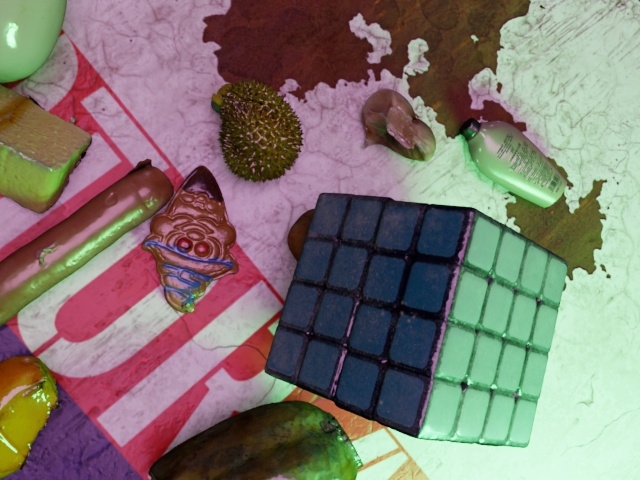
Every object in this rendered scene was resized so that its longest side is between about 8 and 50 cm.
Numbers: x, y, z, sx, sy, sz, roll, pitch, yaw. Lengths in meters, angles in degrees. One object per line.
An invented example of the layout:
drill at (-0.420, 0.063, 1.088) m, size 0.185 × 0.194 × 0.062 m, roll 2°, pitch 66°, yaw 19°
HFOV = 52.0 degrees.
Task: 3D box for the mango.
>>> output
mango at (-0.531, 0.299, 1.063) m, size 0.252 × 0.126 × 0.154 m, roll -47°, pitch 110°, yaw -8°

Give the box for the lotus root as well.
lotus root at (-0.101, 0.415, 1.121) m, size 0.346 × 0.250 × 0.250 m, roll -23°, pitch 92°, yaw -17°

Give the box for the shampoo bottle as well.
shampoo bottle at (0.406, -0.174, 1.402) m, size 0.257 × 0.078 × 0.127 m, roll 35°, pitch 82°, yaw -13°

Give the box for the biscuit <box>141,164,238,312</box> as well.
biscuit at (-0.235, -0.004, 1.224) m, size 0.183 × 0.043 × 0.280 m, roll 11°, pitch 85°, yaw -18°

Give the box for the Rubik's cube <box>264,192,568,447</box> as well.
Rubik's cube at (0.168, 0.132, 1.114) m, size 0.344 × 0.337 × 0.344 m, roll 22°, pitch 79°, yaw -43°

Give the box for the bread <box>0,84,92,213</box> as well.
bread at (-0.549, -0.175, 1.112) m, size 0.266 × 0.142 × 0.178 m, roll 29°, pitch 93°, yaw -10°

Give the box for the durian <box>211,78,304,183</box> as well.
durian at (-0.110, -0.206, 1.218) m, size 0.159 × 0.146 × 0.198 m, roll -11°, pitch 92°, yaw -19°

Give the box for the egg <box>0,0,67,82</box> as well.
egg at (-0.553, -0.422, 1.042) m, size 0.283 × 0.283 × 0.344 m, roll -23°, pitch 104°, yaw -17°

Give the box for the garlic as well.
garlic at (0.161, -0.225, 1.335) m, size 0.174 × 0.099 × 0.124 m, roll 43°, pitch 56°, yaw -13°

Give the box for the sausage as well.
sausage at (-0.437, 0.010, 1.130) m, size 0.419 × 0.094 × 0.094 m, roll -39°, pitch 57°, yaw -15°

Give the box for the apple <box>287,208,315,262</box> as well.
apple at (0.001, 0.003, 1.256) m, size 0.126 × 0.102 × 0.125 m, roll 3°, pitch 79°, yaw -17°
